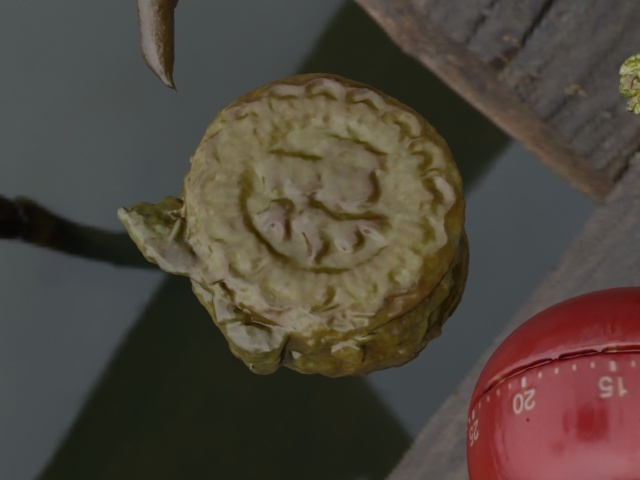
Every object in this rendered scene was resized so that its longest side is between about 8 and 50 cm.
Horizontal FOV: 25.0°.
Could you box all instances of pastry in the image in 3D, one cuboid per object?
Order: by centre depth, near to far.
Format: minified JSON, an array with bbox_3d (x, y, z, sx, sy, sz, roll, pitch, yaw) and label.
[{"bbox_3d":[0.000,0.000,1.146,0.240,0.132,0.235,42,75,14],"label":"pastry"}]

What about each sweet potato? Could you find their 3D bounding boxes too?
[{"bbox_3d":[-0.182,-0.304,1.634,0.067,0.067,0.274,-1,89,38],"label":"sweet potato"}]

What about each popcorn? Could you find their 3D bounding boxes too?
[{"bbox_3d":[0.368,-0.181,1.637,0.059,0.083,0.068,-2,49,4],"label":"popcorn"}]

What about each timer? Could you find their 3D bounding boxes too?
[{"bbox_3d":[0.345,0.216,1.553,0.378,0.378,0.279,-22,48,35],"label":"timer"}]
